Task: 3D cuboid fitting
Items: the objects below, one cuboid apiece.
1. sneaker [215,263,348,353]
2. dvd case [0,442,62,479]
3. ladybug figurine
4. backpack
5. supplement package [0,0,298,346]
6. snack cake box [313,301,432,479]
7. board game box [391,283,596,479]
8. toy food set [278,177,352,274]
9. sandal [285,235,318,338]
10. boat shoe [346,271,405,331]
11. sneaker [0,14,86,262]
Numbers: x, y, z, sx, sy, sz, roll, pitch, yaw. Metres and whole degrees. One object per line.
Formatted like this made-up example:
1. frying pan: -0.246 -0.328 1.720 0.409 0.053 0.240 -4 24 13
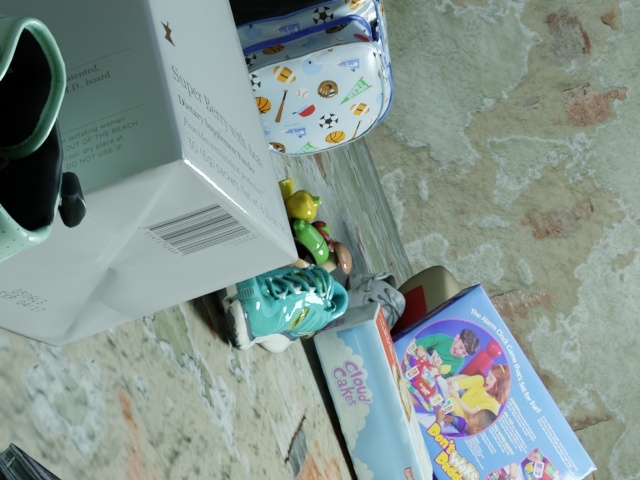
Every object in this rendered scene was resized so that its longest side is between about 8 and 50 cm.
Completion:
1. sneaker: -0.042 0.053 1.030 0.275 0.110 0.107 27 44 -74
2. dvd case: -0.080 0.210 0.546 0.164 0.018 0.221 32 -18 40
3. ladybug figurine: 0.206 0.251 1.763 0.305 0.162 0.449 72 9 -47
4. backpack: -0.013 -0.241 1.362 0.263 0.277 0.213 67 13 -58
5. supplement package: -0.150 -0.114 0.579 0.177 0.175 0.292 44 28 -66
6. snack cake box: 0.076 0.229 1.344 0.152 0.089 0.264 -38 111 -80
7. board game box: 0.242 0.278 1.540 0.347 0.233 0.078 58 -17 2
8. toy food set: 0.000 0.000 1.457 0.128 0.071 0.218 -94 161 -57
9. sandal: -0.036 0.022 1.243 0.090 0.060 0.219 -51 127 -78
10. boat shoe: 0.098 0.112 1.692 0.277 0.096 0.098 -81 150 -70
11. sneaker: -0.182 -0.084 0.430 0.094 0.151 0.255 44 27 -65
